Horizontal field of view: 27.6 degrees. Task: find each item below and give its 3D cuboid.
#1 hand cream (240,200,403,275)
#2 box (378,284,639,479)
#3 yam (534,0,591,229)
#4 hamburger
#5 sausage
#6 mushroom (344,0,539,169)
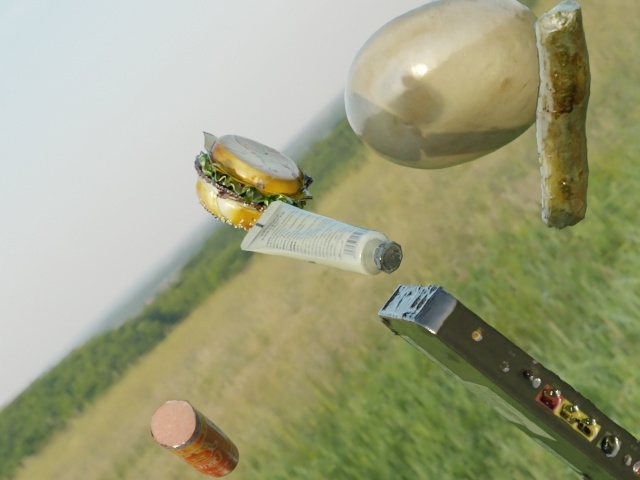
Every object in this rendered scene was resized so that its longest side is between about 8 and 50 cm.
[{"bbox_3d":[0.000,0.000,1.523,0.234,0.050,0.080,15,61,46],"label":"hand cream"},{"bbox_3d":[0.229,0.173,1.459,0.058,0.350,0.211,-53,7,-6],"label":"box"},{"bbox_3d":[0.309,-0.154,1.658,0.067,0.317,0.071,14,40,29],"label":"yam"},{"bbox_3d":[-0.096,-0.074,1.726,0.189,0.164,0.093,-89,23,-68],"label":"hamburger"},{"bbox_3d":[-0.181,0.309,1.972,0.074,0.074,0.274,-44,-24,-6],"label":"sausage"},{"bbox_3d":[0.206,-0.287,2.166,0.362,0.295,0.362,-15,-22,-6],"label":"mushroom"}]
